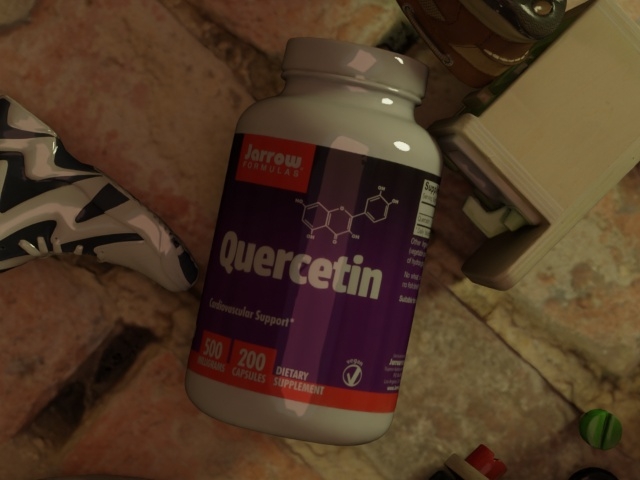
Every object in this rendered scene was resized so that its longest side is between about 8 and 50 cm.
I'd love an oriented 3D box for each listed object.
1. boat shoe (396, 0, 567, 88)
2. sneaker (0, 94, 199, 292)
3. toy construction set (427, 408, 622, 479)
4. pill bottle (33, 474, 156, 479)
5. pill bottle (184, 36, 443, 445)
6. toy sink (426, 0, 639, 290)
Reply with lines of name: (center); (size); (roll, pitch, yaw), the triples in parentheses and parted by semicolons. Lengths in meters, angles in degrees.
boat shoe: (0.073, -0.265, 1.130); (0.122, 0.120, 0.324); (-10, 59, -38)
sneaker: (-0.231, 0.002, 1.143); (0.235, 0.094, 0.153); (40, 88, -6)
toy construction set: (0.158, 0.316, 1.122); (0.309, 0.237, 0.257); (-15, 93, -6)
pill bottle: (-0.180, 0.391, 1.102); (0.204, 0.204, 0.361); (9, 91, -7)
pill bottle: (0.000, 0.000, 1.125); (0.181, 0.181, 0.323); (11, 90, -7)
toy sink: (0.182, -0.087, 1.160); (0.234, 0.153, 0.131); (-45, 96, -3)
